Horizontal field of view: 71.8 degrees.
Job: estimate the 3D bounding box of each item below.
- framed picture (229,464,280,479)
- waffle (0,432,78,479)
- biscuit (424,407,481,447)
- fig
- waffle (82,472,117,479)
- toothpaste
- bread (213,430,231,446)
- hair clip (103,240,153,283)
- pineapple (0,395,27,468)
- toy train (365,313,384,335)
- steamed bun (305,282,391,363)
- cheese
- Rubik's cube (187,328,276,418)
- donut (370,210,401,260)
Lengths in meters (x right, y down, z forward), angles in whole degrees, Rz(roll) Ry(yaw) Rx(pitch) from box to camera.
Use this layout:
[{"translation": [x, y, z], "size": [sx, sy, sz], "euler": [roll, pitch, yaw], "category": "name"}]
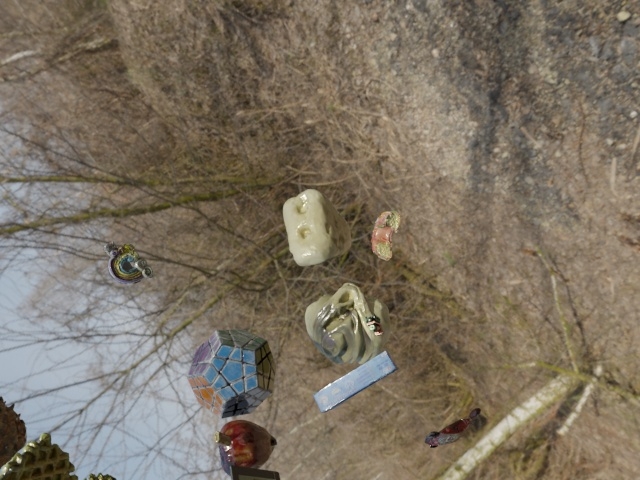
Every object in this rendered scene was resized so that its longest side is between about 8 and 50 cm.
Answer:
[{"translation": [-0.206, 1.004, 1.609], "size": [0.265, 0.016, 0.347], "euler": [34, -158, -41], "category": "framed picture"}, {"translation": [-0.707, 0.603, 1.068], "size": [0.054, 0.223, 0.204], "euler": [-1, 120, 20], "category": "waffle"}, {"translation": [0.524, 0.748, 1.741], "size": [0.151, 0.236, 0.063], "euler": [91, 158, -43], "category": "biscuit"}, {"translation": [-0.322, 0.879, 1.873], "size": [0.263, 0.224, 0.224], "euler": [36, 180, -40], "category": "fig"}, {"translation": [-0.887, 1.019, 1.744], "size": [0.169, 0.183, 0.036], "euler": [36, 151, -23], "category": "waffle"}, {"translation": [0.107, 0.432, 1.346], "size": [0.066, 0.272, 0.053], "euler": [60, -168, 24], "category": "toothpaste"}, {"translation": [-0.377, 0.763, 1.695], "size": [0.083, 0.036, 0.047], "euler": [52, -174, -46], "category": "bread"}, {"translation": [-0.646, 0.079, 1.462], "size": [0.172, 0.116, 0.049], "euler": [51, 154, -8], "category": "hair clip"}, {"translation": [-0.660, 0.294, 0.785], "size": [0.278, 0.158, 0.158], "euler": [64, 164, -13], "category": "pineapple"}, {"translation": [0.188, 0.294, 1.535], "size": [0.103, 0.044, 0.064], "euler": [38, -146, -61], "category": "toy train"}, {"translation": [0.102, 0.362, 1.843], "size": [0.352, 0.339, 0.247], "euler": [44, -159, 13], "category": "steamed bun"}, {"translation": [-0.001, 0.001, 1.439], "size": [0.248, 0.174, 0.251], "euler": [41, -150, -47], "category": "cheese"}, {"translation": [-0.316, 0.476, 1.603], "size": [0.319, 0.319, 0.264], "euler": [50, 161, 7], "category": "Rubik's cube"}, {"translation": [0.211, -0.022, 1.475], "size": [0.065, 0.166, 0.117], "euler": [14, -177, -14], "category": "donut"}]
